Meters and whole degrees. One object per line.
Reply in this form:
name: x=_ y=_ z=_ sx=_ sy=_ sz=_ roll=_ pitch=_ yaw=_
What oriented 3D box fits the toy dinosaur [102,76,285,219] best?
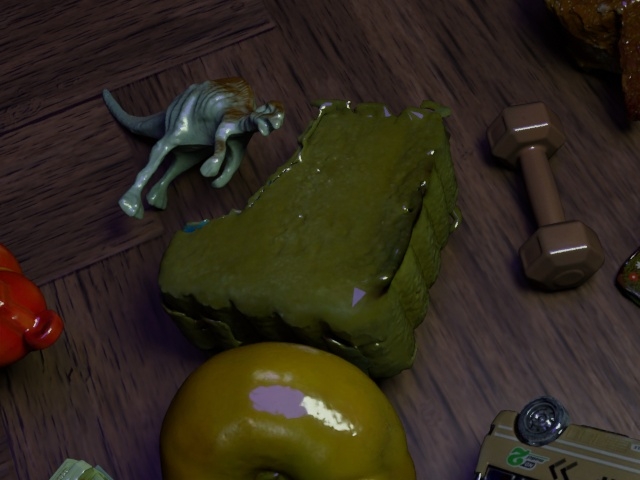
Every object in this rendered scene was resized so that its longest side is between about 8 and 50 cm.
toy dinosaur: x=-0.173 y=-0.123 z=1.254 sx=0.205 sy=0.092 sz=0.393 roll=-56 pitch=33 yaw=2

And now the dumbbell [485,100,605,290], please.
dumbbell: x=0.258 y=-0.054 z=1.198 sx=0.082 sy=0.092 sz=0.231 roll=6 pitch=56 yaw=-22

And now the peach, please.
peach: x=-0.033 y=0.217 z=0.989 sx=0.251 sy=0.153 sz=0.251 roll=2 pitch=102 yaw=8

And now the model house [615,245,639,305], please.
model house: x=0.493 y=-0.016 z=1.107 sx=0.294 sy=0.154 sz=0.207 roll=-37 pitch=61 yaw=-16

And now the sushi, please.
sushi: x=0.374 y=-0.297 z=1.300 sx=0.167 sy=0.179 sz=0.296 roll=-37 pitch=43 yaw=11

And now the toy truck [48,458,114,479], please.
toy truck: x=-0.278 y=0.293 z=1.041 sx=0.077 sy=0.100 sz=0.169 roll=37 pitch=69 yaw=26

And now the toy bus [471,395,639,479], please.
toy bus: x=0.271 y=0.254 z=0.921 sx=0.289 sy=0.139 sz=0.157 roll=8 pitch=58 yaw=46

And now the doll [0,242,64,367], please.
doll: x=-0.421 y=0.072 z=1.144 sx=0.363 sy=0.160 sz=0.182 roll=8 pitch=56 yaw=33

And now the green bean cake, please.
green bean cake: x=0.000 y=0.000 z=1.144 sx=0.285 sy=0.202 sz=0.310 roll=10 pitch=59 yaw=26
